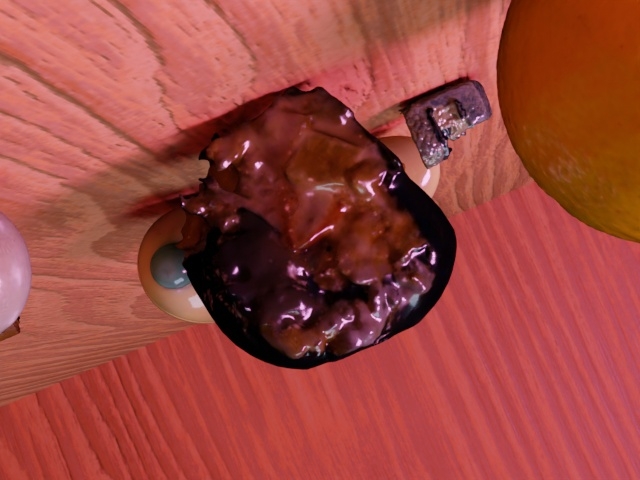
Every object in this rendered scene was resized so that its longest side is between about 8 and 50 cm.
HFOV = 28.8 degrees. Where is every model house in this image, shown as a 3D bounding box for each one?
[{"bbox_3d":[0.123,-0.111,1.169,0.083,0.066,0.079,-24,176,5],"label":"model house"}]

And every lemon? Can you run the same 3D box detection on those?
[{"bbox_3d":[0.224,-0.110,0.728,0.263,0.236,0.236,-9,-176,40],"label":"lemon"}]

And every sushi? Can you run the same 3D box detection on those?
[{"bbox_3d":[-0.002,-0.007,0.979,0.213,0.200,0.204,-25,175,-11],"label":"sushi"}]

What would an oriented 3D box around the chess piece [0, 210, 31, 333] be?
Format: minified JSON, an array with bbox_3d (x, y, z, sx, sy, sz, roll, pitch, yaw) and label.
[{"bbox_3d":[-0.281,0.041,0.754,0.133,0.133,0.243,-26,179,37],"label":"chess piece"}]

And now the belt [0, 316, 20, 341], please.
[{"bbox_3d":[-0.309,0.064,1.183,0.036,0.059,0.083,-22,164,-10],"label":"belt"}]

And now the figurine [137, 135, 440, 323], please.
[{"bbox_3d":[-0.024,-0.023,1.197,0.324,0.124,0.222,-24,172,-17],"label":"figurine"}]
